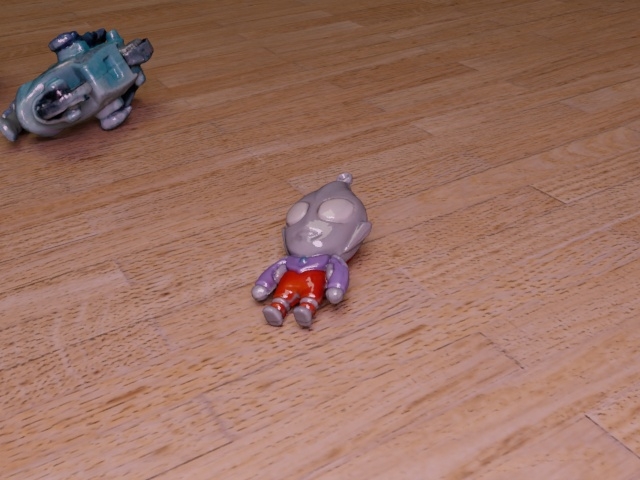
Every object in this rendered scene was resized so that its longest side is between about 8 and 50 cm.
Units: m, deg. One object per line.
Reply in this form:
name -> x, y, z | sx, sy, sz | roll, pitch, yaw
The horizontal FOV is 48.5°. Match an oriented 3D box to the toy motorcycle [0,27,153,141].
toy motorcycle -> -0.374, -0.232, 1.083 | 0.206, 0.154, 0.260 | -12, 28, 30

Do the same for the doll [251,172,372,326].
doll -> 0.000, 0.000, 0.736 | 0.102, 0.075, 0.228 | 1, 42, 23
